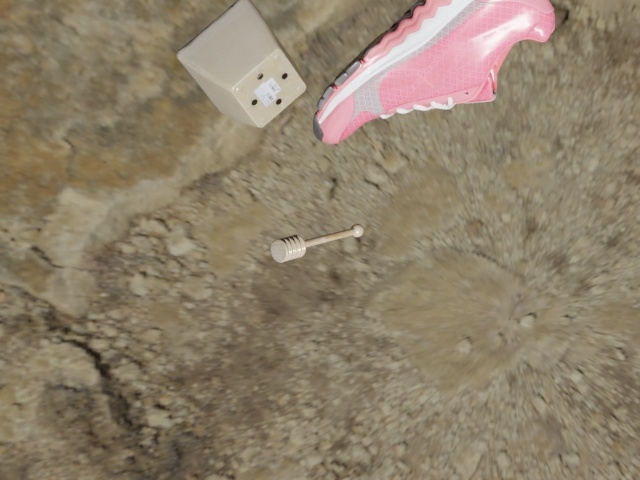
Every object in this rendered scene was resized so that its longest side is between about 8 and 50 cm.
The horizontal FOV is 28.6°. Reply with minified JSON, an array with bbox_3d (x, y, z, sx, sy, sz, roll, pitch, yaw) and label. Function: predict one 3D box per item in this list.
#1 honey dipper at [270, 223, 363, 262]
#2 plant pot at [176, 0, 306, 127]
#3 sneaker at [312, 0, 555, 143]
[{"bbox_3d":[0.000,0.000,1.627,0.030,0.161,0.030,11,106,40],"label":"honey dipper"},{"bbox_3d":[-0.080,-0.195,1.450,0.109,0.109,0.096,-42,46,-3],"label":"plant pot"},{"bbox_3d":[0.120,-0.182,1.364,0.136,0.116,0.314,48,120,-5],"label":"sneaker"}]
